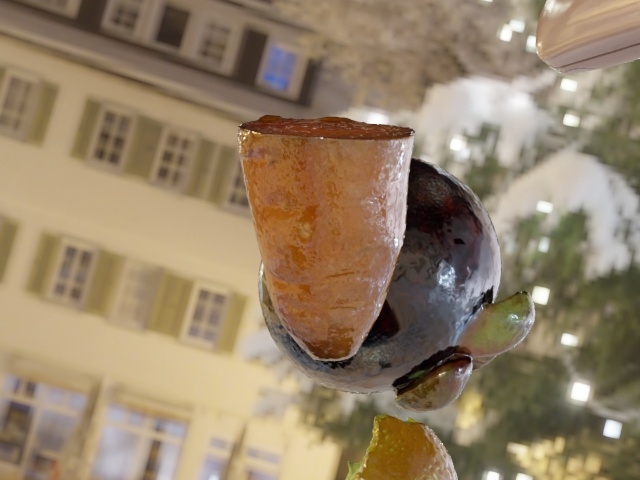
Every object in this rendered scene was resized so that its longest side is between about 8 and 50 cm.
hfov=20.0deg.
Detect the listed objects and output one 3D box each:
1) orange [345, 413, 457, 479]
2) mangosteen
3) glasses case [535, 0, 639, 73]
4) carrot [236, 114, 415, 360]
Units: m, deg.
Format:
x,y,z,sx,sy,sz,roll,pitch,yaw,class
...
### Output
x,y,z,sx,sy,sz,roll,pitch,yaw,class
0.033,0.275,1.670,0.237,0.158,0.179,-40,-8,29,orange
0.075,0.048,1.940,0.288,0.288,0.288,14,-9,2,mangosteen
0.331,-0.247,1.858,0.075,0.113,0.297,28,-21,-29,glasses case
0.000,0.000,1.626,0.159,0.225,0.159,3,16,-1,carrot
